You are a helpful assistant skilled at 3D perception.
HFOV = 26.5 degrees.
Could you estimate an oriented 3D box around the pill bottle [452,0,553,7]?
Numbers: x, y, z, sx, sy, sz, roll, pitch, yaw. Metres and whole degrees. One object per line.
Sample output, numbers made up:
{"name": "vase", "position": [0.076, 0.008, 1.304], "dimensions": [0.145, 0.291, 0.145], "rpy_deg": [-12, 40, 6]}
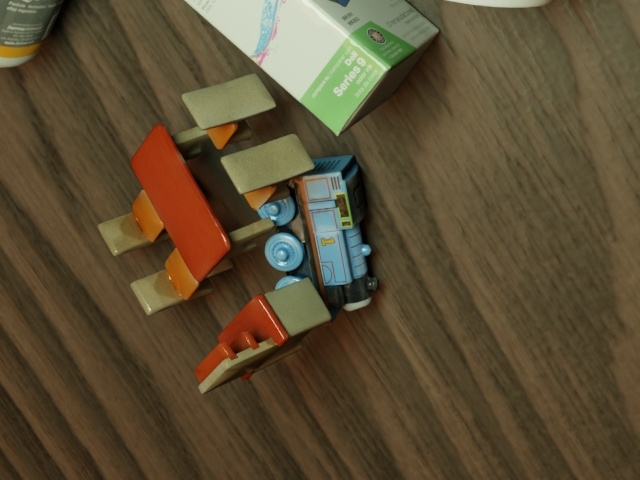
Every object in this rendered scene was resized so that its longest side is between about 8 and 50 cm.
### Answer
{"name": "pill bottle", "position": [0.155, -0.373, 1.126], "dimensions": [0.188, 0.188, 0.334], "rpy_deg": [14, 116, 18]}

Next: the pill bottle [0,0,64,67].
{"name": "pill bottle", "position": [-0.308, -0.326, 1.365], "dimensions": [0.162, 0.162, 0.278], "rpy_deg": [37, 120, 6]}

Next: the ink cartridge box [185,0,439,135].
{"name": "ink cartridge box", "position": [-0.012, -0.217, 1.282], "dimensions": [0.212, 0.154, 0.093], "rpy_deg": [40, 121, 5]}

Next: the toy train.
{"name": "toy train", "position": [0.000, 0.000, 1.411], "dimensions": [0.105, 0.080, 0.184], "rpy_deg": [-5, 108, 19]}

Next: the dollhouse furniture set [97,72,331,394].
{"name": "dollhouse furniture set", "position": [-0.114, 0.007, 1.352], "dimensions": [0.259, 0.135, 0.262], "rpy_deg": [59, 141, 13]}
